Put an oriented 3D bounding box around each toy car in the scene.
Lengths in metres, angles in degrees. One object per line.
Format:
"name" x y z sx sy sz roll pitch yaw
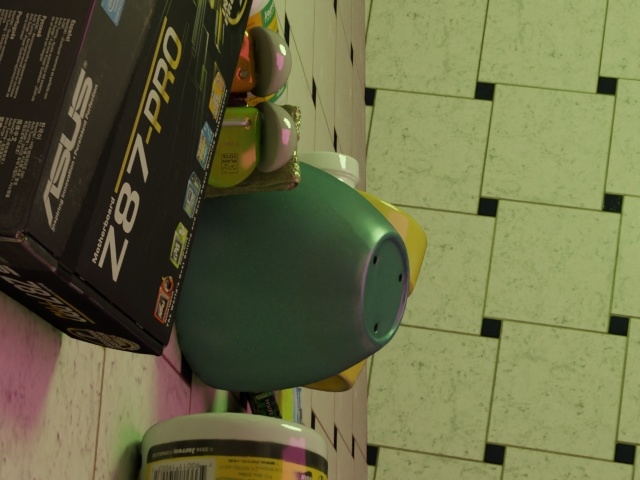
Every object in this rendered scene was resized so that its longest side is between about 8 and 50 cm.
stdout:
"toy car" -0.119 -0.145 1.369 0.136 0.159 0.181 -4 -89 59

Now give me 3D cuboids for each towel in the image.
"towel" -0.092 -0.099 1.429 0.027 0.148 0.110 54 33 -63

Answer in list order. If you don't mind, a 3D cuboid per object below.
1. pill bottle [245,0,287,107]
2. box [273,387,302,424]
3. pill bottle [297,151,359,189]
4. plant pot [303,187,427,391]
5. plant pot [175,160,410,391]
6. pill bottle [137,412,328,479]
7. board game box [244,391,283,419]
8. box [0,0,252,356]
"pill bottle" -0.107 -0.245 1.463 0.117 0.118 0.208 -83 168 -47
"box" -0.061 0.273 1.966 0.178 0.043 0.109 47 43 -79
"pill bottle" 0.000 0.000 2.066 0.153 0.153 0.264 65 24 -71
"plant pot" 0.001 0.075 1.806 0.254 0.254 0.239 71 34 -66
"plant pot" -0.011 0.046 1.503 0.290 0.196 0.290 -25 118 -60
"pill bottle" -0.089 0.345 1.221 0.188 0.188 0.333 70 20 -67
"board game box" -0.060 0.257 1.673 0.260 0.030 0.136 137 -68 -82
"box" -0.151 -0.140 0.962 0.318 0.097 0.394 61 41 -69
